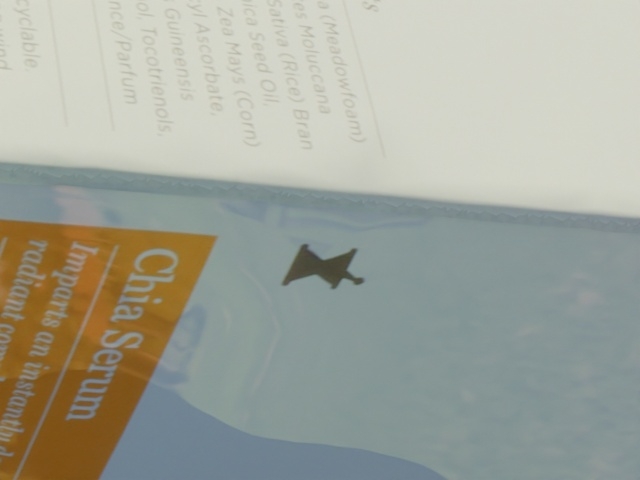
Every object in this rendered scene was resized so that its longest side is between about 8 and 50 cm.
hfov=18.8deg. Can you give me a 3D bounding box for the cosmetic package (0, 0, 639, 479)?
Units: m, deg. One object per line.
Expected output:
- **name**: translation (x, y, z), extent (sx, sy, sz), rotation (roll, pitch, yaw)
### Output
- **cosmetic package**: translation (0.000, 0.000, 0.698), extent (0.230, 0.453, 0.161), rotation (119, 147, -45)
